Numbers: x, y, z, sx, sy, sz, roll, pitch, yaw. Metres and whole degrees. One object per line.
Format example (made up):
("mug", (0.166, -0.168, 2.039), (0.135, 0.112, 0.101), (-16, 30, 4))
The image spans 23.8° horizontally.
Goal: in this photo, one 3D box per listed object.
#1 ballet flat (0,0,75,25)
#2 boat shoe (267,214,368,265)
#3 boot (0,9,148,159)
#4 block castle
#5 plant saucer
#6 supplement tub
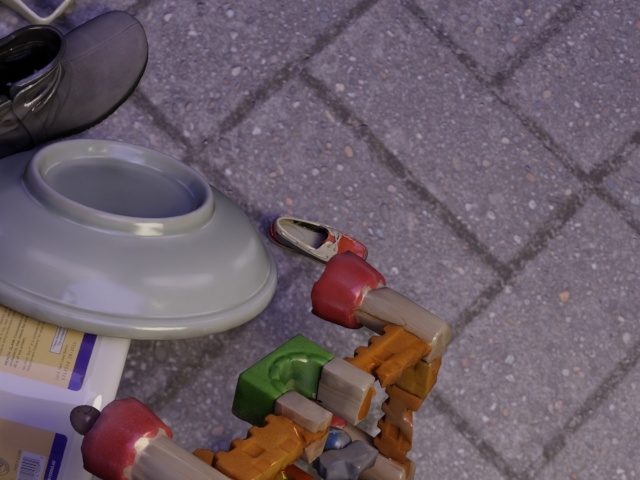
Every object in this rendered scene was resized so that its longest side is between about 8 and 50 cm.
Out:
("ballet flat", (-0.409, -0.342, 1.915), (0.483, 0.164, 0.182), (-32, 103, -25))
("boat shoe", (0.000, 0.000, 1.959), (0.137, 0.043, 0.049), (18, 65, -11))
("boot", (-0.325, -0.200, 1.837), (0.118, 0.223, 0.338), (45, 66, 3))
("block castle", (-0.074, 0.228, 1.652), (0.213, 0.303, 0.453), (28, 38, 25))
("plant saucer", (-0.235, -0.029, 1.740), (0.400, 0.100, 0.400), (13, 24, -6))
("supplement tub", (-0.392, 0.152, 1.676), (0.331, 0.241, 0.241), (16, 67, -5))
